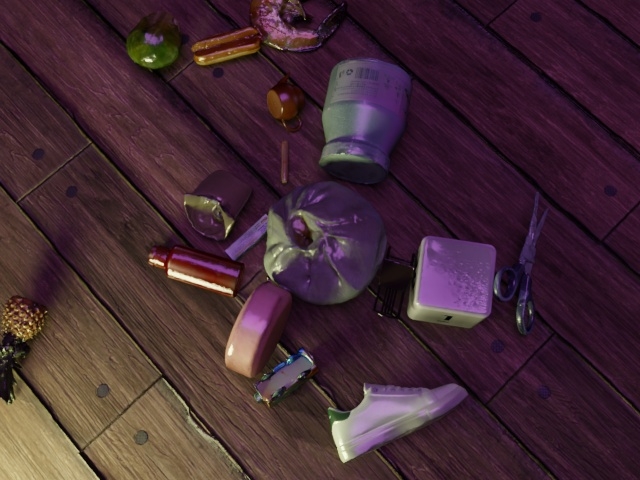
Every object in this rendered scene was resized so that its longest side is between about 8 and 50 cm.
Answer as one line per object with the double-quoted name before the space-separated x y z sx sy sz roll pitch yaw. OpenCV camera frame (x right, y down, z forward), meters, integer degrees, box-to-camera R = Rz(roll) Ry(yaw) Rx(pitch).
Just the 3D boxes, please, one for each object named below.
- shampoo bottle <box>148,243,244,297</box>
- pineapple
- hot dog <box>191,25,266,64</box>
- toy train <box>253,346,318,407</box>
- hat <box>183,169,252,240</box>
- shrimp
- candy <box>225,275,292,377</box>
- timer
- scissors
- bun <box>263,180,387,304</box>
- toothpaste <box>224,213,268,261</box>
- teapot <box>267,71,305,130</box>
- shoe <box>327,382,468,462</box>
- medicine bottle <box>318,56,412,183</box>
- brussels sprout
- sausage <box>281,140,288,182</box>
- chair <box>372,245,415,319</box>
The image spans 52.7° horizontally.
"shampoo bottle" -0.347 0.075 1.799 0.260 0.064 0.102 17 96 6
"pineapple" -0.827 0.292 1.726 0.118 0.130 0.278 23 71 -23
"hot dog" -0.281 -0.601 1.997 0.235 0.062 0.092 -11 79 3
"toy train" -0.092 0.361 1.696 0.188 0.099 0.072 -36 73 -8
"hat" -0.284 -0.099 1.862 0.166 0.144 0.173 32 33 11
"shrimp" -0.014 -0.766 2.037 0.445 0.085 0.272 -38 82 -7
"candy" -0.155 0.222 1.662 0.094 0.255 0.256 23 75 8
"timer" 0.343 0.114 1.710 0.194 0.195 0.193 8 74 5
"scissors" 0.563 0.044 1.752 0.029 0.256 0.384 -1 54 40
"bun" 0.006 -0.002 1.718 0.354 0.194 0.355 -6 71 19
"toothpaste" -0.199 -0.004 1.837 0.164 0.034 0.046 -43 77 -10
"teapot" -0.092 -0.413 1.926 0.116 0.116 0.173 -15 100 -3
"shoe" 0.189 0.423 1.662 0.362 0.132 0.160 -25 70 -2
"medicine bottle" 0.118 -0.329 1.823 0.244 0.245 0.290 11 76 4
"brussels sprout" -0.500 -0.607 1.969 0.181 0.143 0.161 -53 44 -1
"sausage" -0.105 -0.231 1.907 0.024 0.024 0.133 0 74 1
"chair" 0.194 0.110 1.701 0.084 0.212 0.102 15 116 6
